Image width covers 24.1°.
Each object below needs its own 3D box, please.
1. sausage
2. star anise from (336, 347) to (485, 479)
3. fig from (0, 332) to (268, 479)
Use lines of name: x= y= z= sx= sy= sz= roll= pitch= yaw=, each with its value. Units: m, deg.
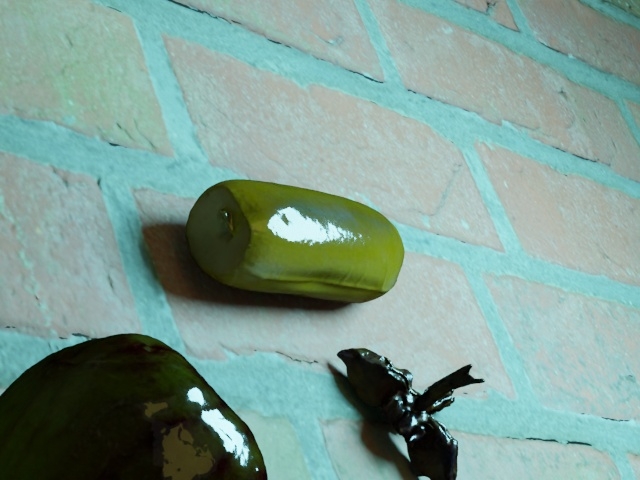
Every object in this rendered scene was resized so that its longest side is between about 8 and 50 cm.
sausage: x=0.002 y=0.006 z=1.484 sx=0.328 sy=0.112 sz=0.112 roll=9 pitch=50 yaw=-52
star anise: x=0.112 y=0.143 z=1.444 sx=0.158 sy=0.144 sz=0.140 roll=32 pitch=27 yaw=-28
fig: x=-0.192 y=0.204 z=0.969 sx=0.321 sy=0.217 sz=0.217 roll=-31 pitch=81 yaw=-30
